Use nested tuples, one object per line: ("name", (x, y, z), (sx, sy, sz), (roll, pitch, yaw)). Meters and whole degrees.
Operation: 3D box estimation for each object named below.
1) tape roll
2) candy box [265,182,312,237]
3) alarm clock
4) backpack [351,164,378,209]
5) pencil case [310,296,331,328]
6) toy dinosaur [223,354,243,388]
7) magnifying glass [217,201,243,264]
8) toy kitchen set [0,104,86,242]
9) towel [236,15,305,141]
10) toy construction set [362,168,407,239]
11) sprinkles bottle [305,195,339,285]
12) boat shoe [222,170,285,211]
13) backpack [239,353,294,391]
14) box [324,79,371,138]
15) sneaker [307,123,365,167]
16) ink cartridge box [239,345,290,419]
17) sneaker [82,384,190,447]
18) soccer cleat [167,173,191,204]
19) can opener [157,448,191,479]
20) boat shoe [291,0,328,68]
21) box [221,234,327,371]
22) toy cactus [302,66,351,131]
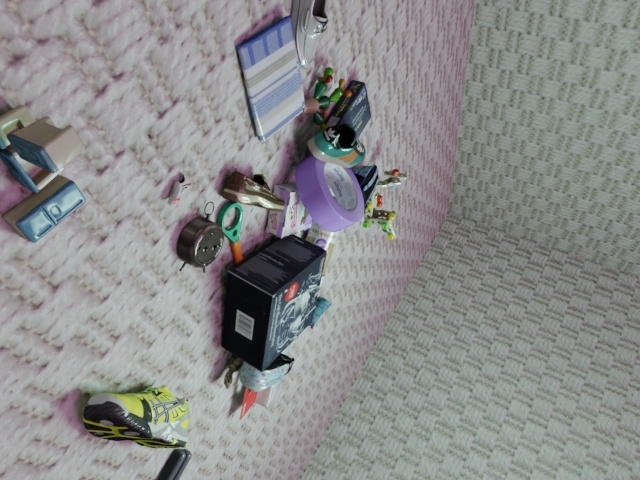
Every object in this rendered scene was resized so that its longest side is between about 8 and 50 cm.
("tape roll", (0.036, -0.170, 1.576), (0.275, 0.090, 0.274), (36, 41, -39))
("candy box", (-0.092, -0.108, 1.579), (0.196, 0.070, 0.164), (-22, 130, -59))
("alarm clock", (-0.308, -0.011, 1.228), (0.129, 0.064, 0.191), (-11, 117, -62))
("backpack", (0.171, -0.243, 1.956), (0.173, 0.117, 0.158), (-59, 155, -18))
("pencil case", (-0.014, 0.330, 2.140), (0.152, 0.065, 0.070), (-45, 123, -40))
("toy dinosaur", (-0.276, 0.399, 1.664), (0.268, 0.064, 0.118), (-49, 154, -45))
("magnifying glass", (-0.255, -0.016, 1.374), (0.092, 0.026, 0.230), (-48, 152, -37))
("toy kitchen set", (-0.441, -0.085, 0.743), (0.122, 0.166, 0.207), (-52, 152, -31))
("towel", (-0.127, -0.432, 1.263), (0.209, 0.034, 0.284), (-48, 148, -30))
("toy construction set", (0.274, -0.175, 2.112), (0.151, 0.215, 0.327), (-36, 141, -51))
("sprinkles bottle", (0.000, 0.000, 1.809), (0.121, 0.121, 0.354), (-2, 112, -64))
("boat shoe", (-0.175, -0.144, 1.350), (0.257, 0.095, 0.095), (7, 98, -65))
("backpack", (-0.197, 0.445, 1.625), (0.182, 0.152, 0.115), (-7, 111, -63))
("box", (0.102, -0.439, 1.711), (0.232, 0.059, 0.183), (-58, 156, -18))
("sneaker", (0.090, -0.318, 1.549), (0.121, 0.108, 0.302), (-29, 170, 32))
("ink cartridge box", (-0.212, 0.538, 1.857), (0.261, 0.066, 0.296), (-39, 145, -66))
("sneaker", (-0.477, 0.452, 1.234), (0.384, 0.145, 0.147), (66, 20, -56))
("soccer cleat", (-0.340, -0.121, 1.103), (0.083, 0.029, 0.035), (-59, 147, -25))
("can opener", (-0.507, 0.830, 1.526), (0.280, 0.093, 0.074), (-65, 156, -16))
("boat shoe", (-0.020, -0.602, 1.269), (0.096, 0.088, 0.267), (-34, 140, -52))
("box", (-0.154, 0.197, 1.560), (0.312, 0.179, 0.342), (-39, 148, -49))
("toy cactus", (0.005, -0.430, 1.483), (0.181, 0.112, 0.218), (-29, 145, -41))
